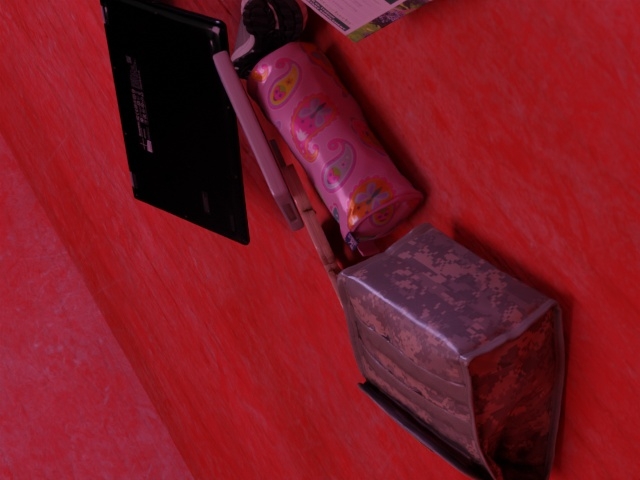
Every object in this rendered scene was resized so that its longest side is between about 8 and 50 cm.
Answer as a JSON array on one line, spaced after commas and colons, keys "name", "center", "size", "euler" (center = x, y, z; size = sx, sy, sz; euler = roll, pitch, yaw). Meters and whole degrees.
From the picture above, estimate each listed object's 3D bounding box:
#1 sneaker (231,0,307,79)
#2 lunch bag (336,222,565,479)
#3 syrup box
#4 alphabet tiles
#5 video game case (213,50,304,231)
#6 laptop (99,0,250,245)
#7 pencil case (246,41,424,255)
[{"name": "sneaker", "center": [-0.064, -0.296, 1.540], "size": [0.271, 0.100, 0.108], "euler": [115, 162, -67]}, {"name": "lunch bag", "center": [0.160, 0.162, 1.346], "size": [0.235, 0.169, 0.287], "euler": [36, 148, 45]}, {"name": "syrup box", "center": [0.073, -0.298, 1.187], "size": [0.093, 0.096, 0.237], "euler": [35, 163, -18]}, {"name": "alphabet tiles", "center": [0.000, 0.000, 1.577], "size": [0.284, 0.021, 0.278], "euler": [67, 179, -70]}, {"name": "video game case", "center": [-0.082, -0.130, 1.531], "size": [0.193, 0.023, 0.212], "euler": [67, 180, -76]}, {"name": "laptop", "center": [-0.213, -0.262, 1.857], "size": [0.408, 0.236, 0.382], "euler": [23, 133, 33]}, {"name": "pencil case", "center": [0.016, -0.122, 1.459], "size": [0.284, 0.124, 0.124], "euler": [58, 154, 18]}]
